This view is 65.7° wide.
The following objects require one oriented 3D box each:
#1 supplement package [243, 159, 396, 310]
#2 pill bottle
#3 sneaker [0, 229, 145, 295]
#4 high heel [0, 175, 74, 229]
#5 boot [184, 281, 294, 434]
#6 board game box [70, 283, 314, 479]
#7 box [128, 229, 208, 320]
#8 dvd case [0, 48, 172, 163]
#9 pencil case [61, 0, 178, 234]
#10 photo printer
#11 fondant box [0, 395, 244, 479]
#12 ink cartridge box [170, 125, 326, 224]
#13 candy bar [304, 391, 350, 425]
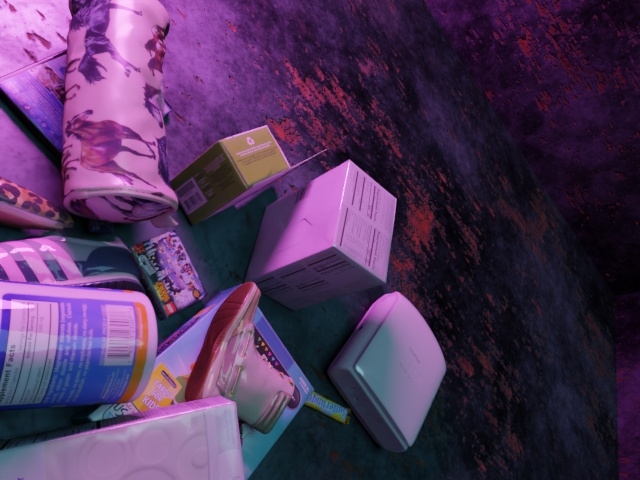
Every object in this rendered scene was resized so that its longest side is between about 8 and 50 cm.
[{"bbox_3d":[0.000,0.000,0.997,0.145,0.262,0.203,35,51,-31],"label":"supplement package"},{"bbox_3d":[-0.355,0.126,0.599,0.272,0.152,0.152,11,66,-39],"label":"pill bottle"},{"bbox_3d":[-0.421,0.041,0.694,0.319,0.112,0.131,8,39,-39],"label":"sneaker"},{"bbox_3d":[-0.465,-0.126,0.703,0.261,0.093,0.186,22,61,-31],"label":"high heel"},{"bbox_3d":[-0.110,0.192,0.822,0.165,0.077,0.213,37,57,-28],"label":"boot"},{"bbox_3d":[-0.185,0.271,0.829,0.253,0.079,0.336,58,43,-11],"label":"board game box"},{"bbox_3d":[-0.269,0.059,0.873,0.094,0.027,0.137,-31,96,-47],"label":"box"},{"bbox_3d":[-0.403,-0.249,0.874,0.180,0.022,0.253,51,45,-16],"label":"dvd case"},{"bbox_3d":[-0.322,-0.221,0.808,0.183,0.160,0.409,58,23,-70],"label":"pencil case"},{"bbox_3d":[0.175,0.289,1.166,0.256,0.107,0.307,57,43,-11],"label":"photo printer"},{"bbox_3d":[-0.261,0.349,0.614,0.331,0.096,0.238,-5,82,-24],"label":"fondant box"},{"bbox_3d":[-0.139,-0.145,0.975,0.255,0.189,0.097,-37,99,-48],"label":"ink cartridge box"},{"bbox_3d":[0.005,0.343,1.037,0.161,0.018,0.040,36,51,-28],"label":"candy bar"}]
